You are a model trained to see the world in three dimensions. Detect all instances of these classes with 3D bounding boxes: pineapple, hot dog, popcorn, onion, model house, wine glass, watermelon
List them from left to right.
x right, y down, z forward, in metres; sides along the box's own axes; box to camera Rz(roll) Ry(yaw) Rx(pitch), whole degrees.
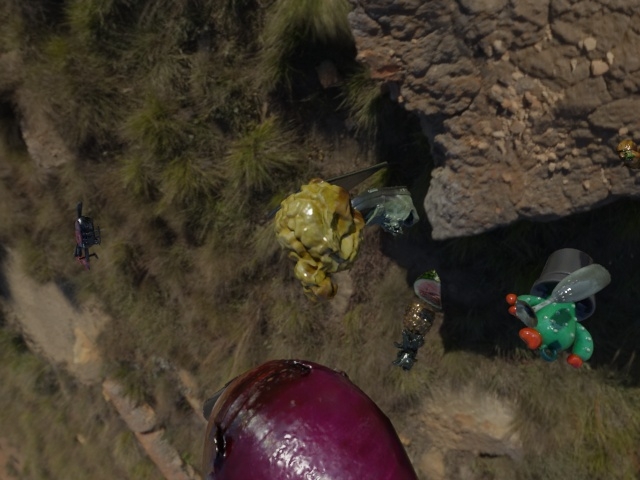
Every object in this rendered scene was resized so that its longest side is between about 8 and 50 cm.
[{"bbox_3d":[-0.220,0.452,1.359,0.203,0.164,0.141,-34,85,35],"label":"model house"},{"bbox_3d":[-0.054,0.374,0.678,0.348,0.385,0.347,37,156,20],"label":"onion"},{"bbox_3d":[0.000,0.000,1.291,0.225,0.265,0.332,-4,85,32],"label":"popcorn"},{"bbox_3d":[0.315,0.332,1.634,0.119,0.237,0.111,20,180,-24],"label":"pineapple"},{"bbox_3d":[0.328,0.128,1.408,0.087,0.069,0.163,21,152,26],"label":"watermelon"},{"bbox_3d":[0.490,0.106,0.956,0.066,0.198,0.066,60,165,26],"label":"wine glass"},{"bbox_3d":[0.520,-0.140,0.800,0.037,0.122,0.049,-32,69,35],"label":"hot dog"}]

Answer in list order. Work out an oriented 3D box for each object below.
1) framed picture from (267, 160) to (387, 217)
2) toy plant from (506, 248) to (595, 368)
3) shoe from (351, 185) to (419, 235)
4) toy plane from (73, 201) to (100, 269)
[{"bbox_3d":[0.021,-0.163,1.537,0.265,0.347,0.016,-30,83,55],"label":"framed picture"},{"bbox_3d":[0.743,0.209,1.470,0.185,0.400,0.279,-21,112,49],"label":"toy plant"},{"bbox_3d":[0.199,-0.077,1.457,0.109,0.293,0.149,-42,72,47],"label":"shoe"},{"bbox_3d":[-0.467,0.000,0.945,0.060,0.037,0.145,33,127,30],"label":"toy plane"}]
